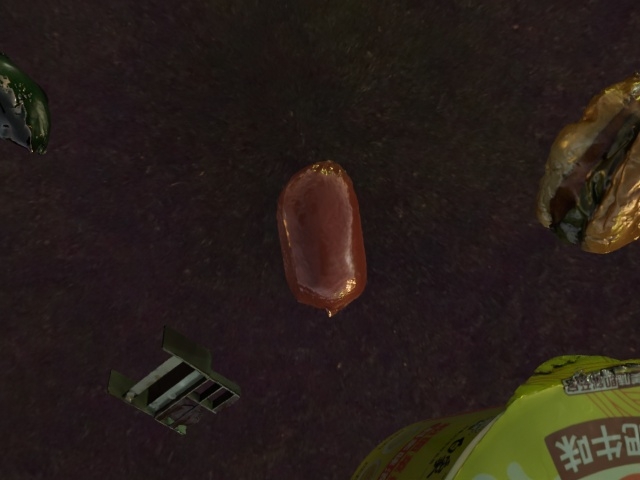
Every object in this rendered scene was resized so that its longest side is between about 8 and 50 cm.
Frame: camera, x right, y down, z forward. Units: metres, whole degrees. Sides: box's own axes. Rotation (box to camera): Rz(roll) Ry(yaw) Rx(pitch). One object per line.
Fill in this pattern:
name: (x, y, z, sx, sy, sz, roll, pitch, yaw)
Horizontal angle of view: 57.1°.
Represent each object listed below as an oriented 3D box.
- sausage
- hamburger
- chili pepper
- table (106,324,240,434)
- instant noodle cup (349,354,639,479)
sausage: (0.000, 0.000, 0.975, 0.148, 0.148, 0.254, -13, 100, 1)
hamburger: (0.462, -0.080, 0.955, 0.209, 0.330, 0.162, -34, 56, -3)
chili pepper: (-0.413, -0.173, 0.672, 0.264, 0.116, 0.148, 16, 127, 13)
table: (-0.249, 0.245, 1.018, 0.146, 0.062, 0.175, -38, 123, 19)
instant noodle cup: (0.147, 0.244, 0.414, 0.311, 0.221, 0.311, 5, 75, -18)
